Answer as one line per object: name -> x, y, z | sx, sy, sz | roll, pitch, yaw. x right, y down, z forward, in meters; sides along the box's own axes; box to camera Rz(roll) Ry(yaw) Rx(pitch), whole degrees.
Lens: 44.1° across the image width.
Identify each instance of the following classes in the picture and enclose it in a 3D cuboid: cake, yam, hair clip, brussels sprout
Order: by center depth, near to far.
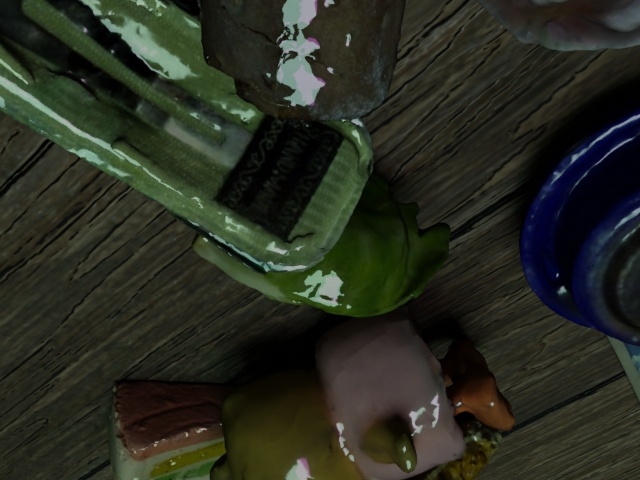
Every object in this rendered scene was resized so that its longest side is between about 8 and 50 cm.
yam -> -0.004, -0.209, 0.398 | 0.131, 0.131, 0.279 | 2, 124, -7
hair clip -> -0.122, -0.098, 0.510 | 0.321, 0.138, 0.091 | 33, 162, -18
brussels sprout -> 0.000, -0.003, 0.606 | 0.181, 0.139, 0.100 | 19, 121, -17
cake -> -0.111, 0.214, 0.831 | 0.226, 0.090, 0.109 | 4, 127, -12

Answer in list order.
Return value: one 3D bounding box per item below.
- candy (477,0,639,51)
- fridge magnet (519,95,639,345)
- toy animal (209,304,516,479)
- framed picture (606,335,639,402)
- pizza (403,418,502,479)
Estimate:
candy -> 0.174, -0.224, 0.352 | 0.214, 0.157, 0.289 | 29, 139, -10
fridge magnet -> 0.296, -0.008, 0.640 | 0.266, 0.112, 0.265 | 0, 132, 0
toy animal -> 0.023, 0.170, 0.737 | 0.281, 0.195, 0.169 | -34, 97, 7
framed picture -> 0.398, 0.093, 0.811 | 0.189, 0.023, 0.260 | -22, 132, 19
pizza -> 0.057, 0.313, 0.872 | 0.258, 0.268, 0.087 | -37, 85, 39
